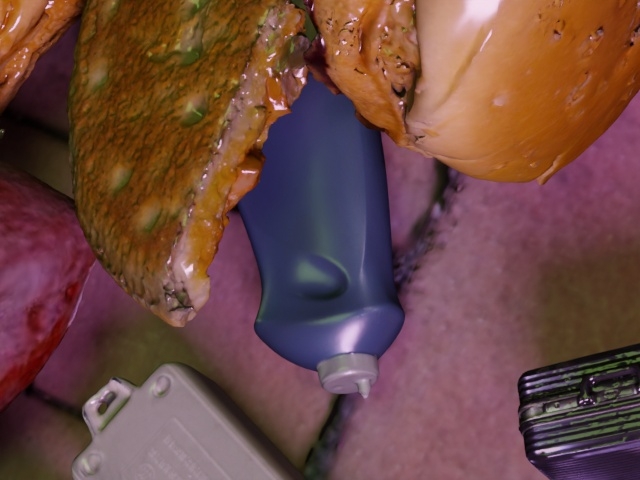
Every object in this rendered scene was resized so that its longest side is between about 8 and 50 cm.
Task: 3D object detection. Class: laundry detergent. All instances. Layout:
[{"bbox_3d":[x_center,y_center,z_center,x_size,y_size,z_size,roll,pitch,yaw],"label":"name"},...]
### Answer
[{"bbox_3d":[0.001,0.001,1.162,0.097,0.061,0.206,-18,63,15],"label":"laundry detergent"}]

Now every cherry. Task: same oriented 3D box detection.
[{"bbox_3d":[-0.247,0.034,1.211,0.250,0.175,0.192,-23,83,-4],"label":"cherry"}]

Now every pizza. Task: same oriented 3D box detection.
[{"bbox_3d":[-0.075,-0.084,1.171,0.197,0.058,0.292,-38,47,27],"label":"pizza"}]

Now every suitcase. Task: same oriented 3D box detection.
[{"bbox_3d":[0.168,0.091,1.019,0.126,0.086,0.059,-15,62,21],"label":"suitcase"}]

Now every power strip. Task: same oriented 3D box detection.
[{"bbox_3d":[-0.020,0.193,1.094,0.098,0.058,0.338,-48,56,2],"label":"power strip"}]

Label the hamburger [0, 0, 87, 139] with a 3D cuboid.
[{"bbox_3d":[-0.269,-0.206,1.320,0.290,0.170,0.314,-49,55,16],"label":"hamburger"}]

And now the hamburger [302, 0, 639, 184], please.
[{"bbox_3d":[0.106,-0.175,1.038,0.174,0.304,0.284,24,91,23],"label":"hamburger"}]
